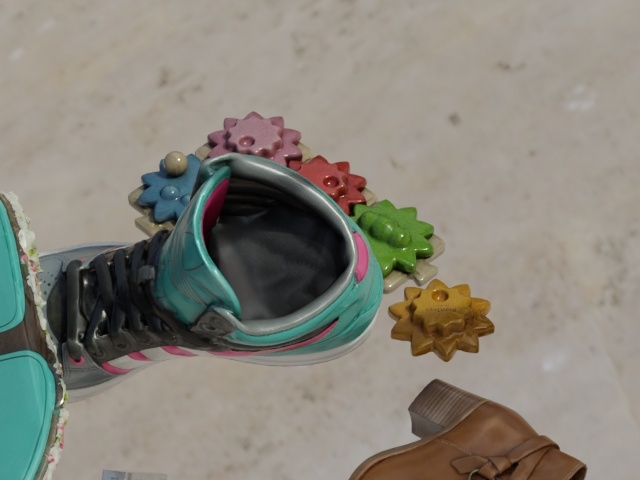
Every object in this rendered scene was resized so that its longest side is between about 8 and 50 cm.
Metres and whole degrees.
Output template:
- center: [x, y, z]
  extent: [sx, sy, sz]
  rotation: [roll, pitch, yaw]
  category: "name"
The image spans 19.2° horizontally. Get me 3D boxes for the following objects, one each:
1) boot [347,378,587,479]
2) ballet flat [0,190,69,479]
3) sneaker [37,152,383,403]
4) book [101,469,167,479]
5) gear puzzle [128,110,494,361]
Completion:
- center: [0.105, 0.214, 1.508]
  extent: [0.152, 0.073, 0.197]
  rotation: [29, 74, 27]
  category: "boot"
- center: [-0.188, 0.079, 1.125]
  extent: [0.091, 0.077, 0.241]
  rotation: [-9, 59, 5]
  category: "ballet flat"
- center: [-0.099, 0.028, 1.183]
  extent: [0.295, 0.178, 0.124]
  rotation: [-7, 70, -8]
  category: "sneaker"
- center: [-0.137, 0.234, 1.328]
  extent: [0.035, 0.096, 0.144]
  rotation: [5, 83, 11]
  category: "book"
- center: [0.000, 0.000, 1.574]
  extent: [0.339, 0.044, 0.175]
  rotation: [36, 55, 29]
  category: "gear puzzle"
